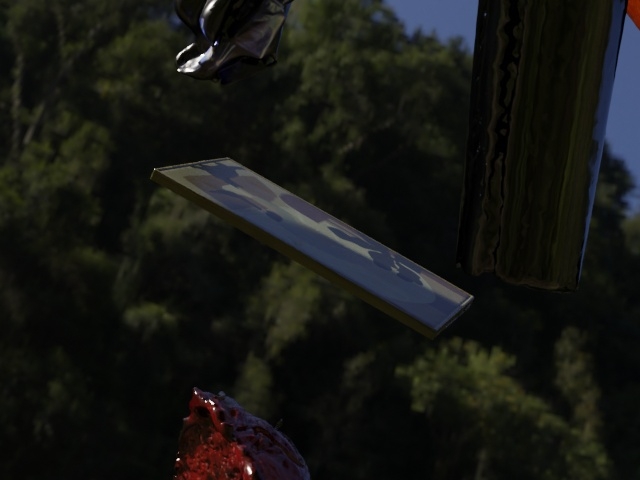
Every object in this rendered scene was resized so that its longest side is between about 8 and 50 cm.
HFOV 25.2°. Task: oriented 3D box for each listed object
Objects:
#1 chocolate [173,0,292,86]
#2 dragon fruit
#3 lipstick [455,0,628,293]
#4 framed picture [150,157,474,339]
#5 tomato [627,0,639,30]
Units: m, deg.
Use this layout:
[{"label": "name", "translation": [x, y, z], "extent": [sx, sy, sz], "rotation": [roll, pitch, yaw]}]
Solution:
[{"label": "chocolate", "translation": [-0.032, -0.300, 1.388], "extent": [0.148, 0.343, 0.126], "rotation": [40, 6, -3]}, {"label": "dragon fruit", "translation": [-0.031, 0.183, 0.968], "extent": [0.120, 0.161, 0.127], "rotation": [12, 9, 35]}, {"label": "lipstick", "translation": [0.127, -0.182, 0.736], "extent": [0.077, 0.418, 0.077], "rotation": [6, 5, -1]}, {"label": "framed picture", "translation": [0.000, 0.000, 0.926], "extent": [0.201, 0.010, 0.136], "rotation": [29, 12, 11]}, {"label": "tomato", "translation": [0.347, -0.239, 1.041], "extent": [0.226, 0.298, 0.298], "rotation": [-17, -2, -42]}]
